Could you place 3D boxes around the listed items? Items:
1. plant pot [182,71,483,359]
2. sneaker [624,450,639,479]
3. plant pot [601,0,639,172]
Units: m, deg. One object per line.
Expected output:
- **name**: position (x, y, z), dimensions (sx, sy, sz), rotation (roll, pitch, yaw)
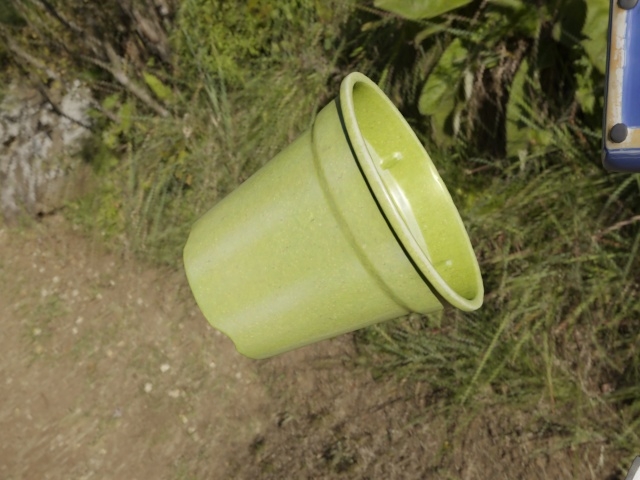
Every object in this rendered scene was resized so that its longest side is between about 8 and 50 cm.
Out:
- **plant pot**: position (0.000, 0.000, 0.802), dimensions (0.253, 0.276, 0.276), rotation (-28, 26, 21)
- **sneaker**: position (0.329, 0.110, 0.504), dimensions (0.124, 0.107, 0.283), rotation (29, 78, 34)
- **plant pot**: position (0.405, -0.165, 0.688), dimensions (0.212, 0.236, 0.236), rotation (-1, 6, -35)
